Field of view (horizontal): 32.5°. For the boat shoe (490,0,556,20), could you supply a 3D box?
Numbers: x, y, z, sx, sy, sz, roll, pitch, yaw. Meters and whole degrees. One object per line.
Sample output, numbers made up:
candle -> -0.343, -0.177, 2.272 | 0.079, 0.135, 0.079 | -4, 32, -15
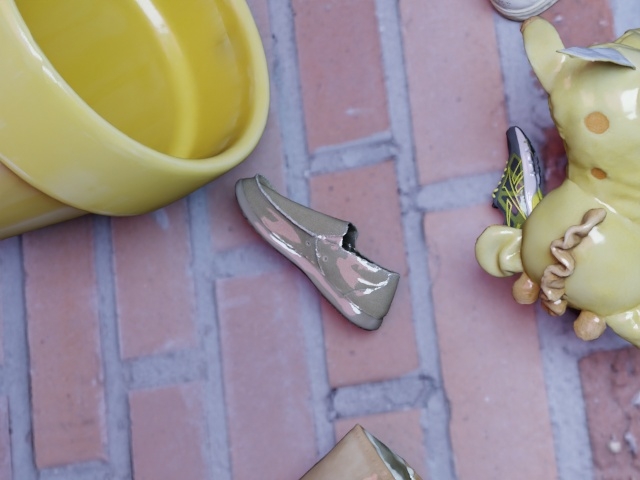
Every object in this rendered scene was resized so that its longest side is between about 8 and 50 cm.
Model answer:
boat shoe -> 0.180, -0.222, 0.744 | 0.170, 0.059, 0.063 | -46, 69, 9

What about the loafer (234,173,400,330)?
loafer -> 0.000, 0.000, 0.785 | 0.148, 0.056, 0.050 | 44, 98, 11

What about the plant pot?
plant pot -> -0.205, -0.113, 0.791 | 0.239, 0.254, 0.253 | -28, 72, 32

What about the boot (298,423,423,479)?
boot -> -0.060, 0.219, 0.759 | 0.269, 0.089, 0.236 | -42, 83, 11

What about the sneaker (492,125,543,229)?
sneaker -> 0.132, -0.037, 0.750 | 0.035, 0.031, 0.083 | -12, 78, 20

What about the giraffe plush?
giraffe plush -> 0.191, -0.027, 0.664 | 0.181, 0.210, 0.170 | 46, 127, 51
